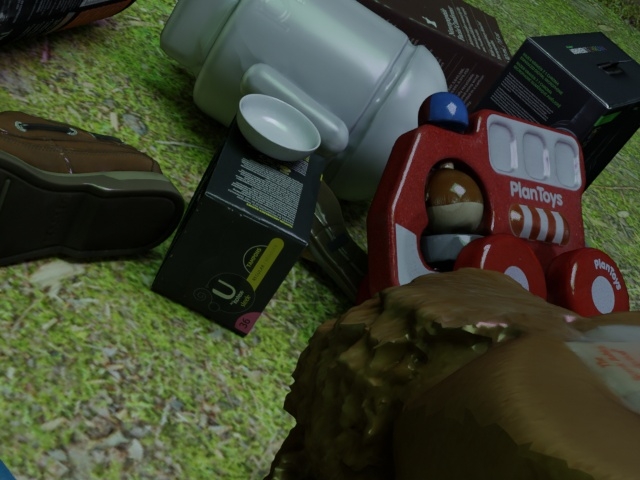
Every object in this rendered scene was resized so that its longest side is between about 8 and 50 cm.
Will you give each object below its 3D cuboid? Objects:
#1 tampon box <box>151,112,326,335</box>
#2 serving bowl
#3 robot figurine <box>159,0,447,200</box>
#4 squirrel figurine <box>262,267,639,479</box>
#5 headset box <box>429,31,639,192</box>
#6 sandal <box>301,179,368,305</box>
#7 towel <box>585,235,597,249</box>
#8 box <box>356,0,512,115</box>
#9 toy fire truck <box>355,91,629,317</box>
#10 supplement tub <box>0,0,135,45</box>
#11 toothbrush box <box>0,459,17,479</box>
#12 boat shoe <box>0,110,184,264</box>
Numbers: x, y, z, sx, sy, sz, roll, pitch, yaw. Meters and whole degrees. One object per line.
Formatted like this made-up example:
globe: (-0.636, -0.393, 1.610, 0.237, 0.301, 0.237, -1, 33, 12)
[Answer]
tampon box: (-0.071, -0.018, 0.922, 0.101, 0.120, 0.161, 27, 32, -10)
serving bowl: (-0.043, -0.099, 0.914, 0.083, 0.027, 0.083, 24, 31, -16)
robot figurine: (-0.003, -0.179, 1.126, 0.353, 0.200, 0.300, 33, 29, -4)
squirrel figurine: (0.113, 0.224, 0.512, 0.396, 0.371, 0.281, 18, 20, 37)
headset box: (0.284, -0.128, 1.253, 0.131, 0.283, 0.246, 46, 32, 18)
sandal: (0.000, 0.000, 1.044, 0.072, 0.049, 0.180, -26, 80, -49)
towel: (0.364, 0.007, 1.410, 0.083, 0.009, 0.060, 10, 39, -37)
box: (0.091, -0.317, 1.466, 0.381, 0.143, 0.191, 20, 35, -20)
toy fire truck: (0.165, -0.013, 0.993, 0.302, 0.169, 0.254, 9, 72, -37)
supplement tub: (-0.303, -0.317, 1.023, 0.207, 0.207, 0.338, 39, 31, 6)
toothbrush box: (-0.321, 0.146, 0.460, 0.216, 0.126, 0.295, 46, 34, 17)
boat shoe: (-0.259, -0.048, 0.812, 0.307, 0.111, 0.104, 9, 35, -51)
